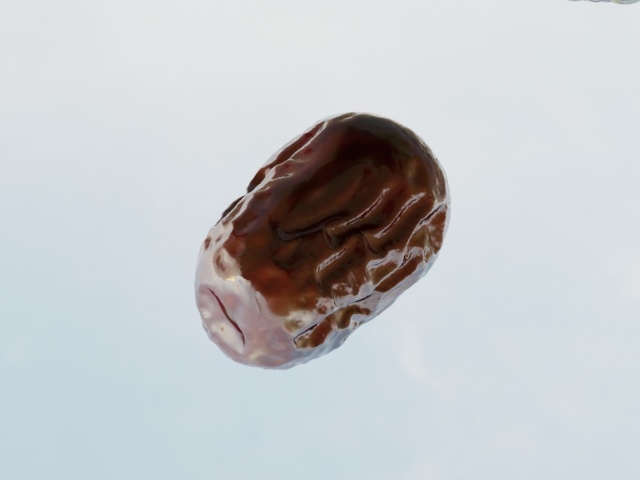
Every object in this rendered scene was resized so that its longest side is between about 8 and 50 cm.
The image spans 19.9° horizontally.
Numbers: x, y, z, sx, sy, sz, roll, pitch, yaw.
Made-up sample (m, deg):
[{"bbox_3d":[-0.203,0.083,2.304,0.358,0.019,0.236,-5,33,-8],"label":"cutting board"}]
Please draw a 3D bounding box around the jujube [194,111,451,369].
[{"bbox_3d":[0.000,0.000,1.394,0.155,0.155,0.230,36,-129,20],"label":"jujube"}]

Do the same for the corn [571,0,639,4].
[{"bbox_3d":[0.131,-0.158,0.912,0.092,0.092,0.280,22,-177,-3],"label":"corn"}]
